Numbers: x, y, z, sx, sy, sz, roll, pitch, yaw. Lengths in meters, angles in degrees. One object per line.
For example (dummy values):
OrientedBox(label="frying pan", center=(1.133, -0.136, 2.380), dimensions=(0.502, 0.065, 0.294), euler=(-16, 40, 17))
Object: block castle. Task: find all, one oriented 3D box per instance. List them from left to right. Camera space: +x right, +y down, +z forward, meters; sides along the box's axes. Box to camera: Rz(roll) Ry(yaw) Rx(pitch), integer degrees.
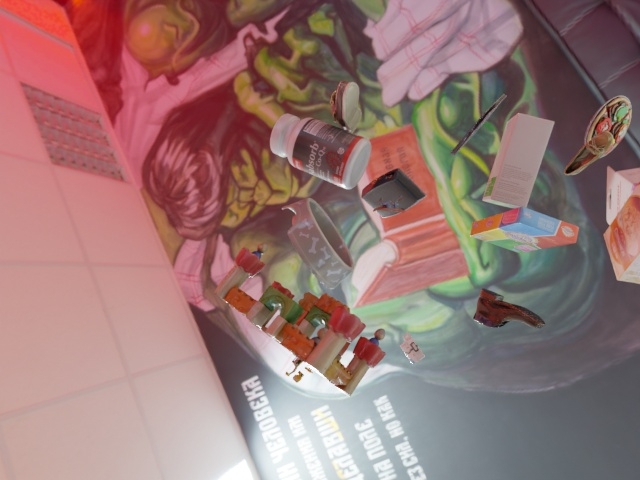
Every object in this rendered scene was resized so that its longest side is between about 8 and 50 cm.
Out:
OrientedBox(label="block castle", center=(-0.047, 0.208, 1.236), dimensions=(0.453, 0.212, 0.303), euler=(27, 162, 36))

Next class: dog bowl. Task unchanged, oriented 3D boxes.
OrientedBox(label="dog bowl", center=(0.000, 0.000, 1.567), dimensions=(0.348, 0.102, 0.348), euler=(53, -167, -18))

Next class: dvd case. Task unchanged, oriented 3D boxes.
OrientedBox(label="dvd case", center=(0.495, -0.362, 1.367), dimensions=(0.018, 0.164, 0.221), euler=(42, -135, 7))

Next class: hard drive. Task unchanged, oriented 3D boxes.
OrientedBox(label="hard drive", center=(0.276, -0.175, 1.720), dimensions=(0.172, 0.255, 0.054), euler=(42, -117, -12))

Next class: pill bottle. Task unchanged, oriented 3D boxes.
OrientedBox(label="pill bottle", center=(-0.002, -0.361, 1.738), dimensions=(0.363, 0.210, 0.210), euler=(25, -173, 17))

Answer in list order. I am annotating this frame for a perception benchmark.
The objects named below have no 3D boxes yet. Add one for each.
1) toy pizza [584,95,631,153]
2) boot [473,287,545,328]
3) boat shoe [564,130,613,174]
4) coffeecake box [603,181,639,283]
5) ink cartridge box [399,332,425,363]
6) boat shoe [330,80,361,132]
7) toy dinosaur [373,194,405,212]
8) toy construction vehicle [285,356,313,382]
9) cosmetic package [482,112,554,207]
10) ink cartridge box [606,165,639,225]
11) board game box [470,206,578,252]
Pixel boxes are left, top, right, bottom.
OrientedBox(label="toy pizza", center=(0.918, -0.353, 1.386), dimensions=(0.201, 0.201, 0.032), euler=(47, 180, -39))
OrientedBox(label="boot", center=(0.568, 0.239, 1.339), dimensions=(0.082, 0.106, 0.219), euler=(13, -168, -34))
OrientedBox(label="boat shoe", center=(0.771, -0.248, 1.265), dimensions=(0.048, 0.153, 0.056), euler=(-22, -112, -40))
OrientedBox(label="coffeecake box", center=(0.686, -0.021, 0.920), dimensions=(0.185, 0.068, 0.142), euler=(89, -167, -47))
OrientedBox(label="ink cartridge box", center=(0.267, 0.320, 1.301), dimensions=(0.083, 0.028, 0.048), euler=(56, 154, 17))
OrientedBox(label="boat shoe", center=(0.085, -0.499, 1.622), dimensions=(0.097, 0.116, 0.324), euler=(29, 179, 11))
OrientedBox(label="toy dinosaur", center=(0.204, -0.093, 1.270), dimensions=(0.082, 0.090, 0.047), euler=(36, 171, -3))
OrientedBox(label="toy construction vehicle", center=(-0.063, 0.440, 1.499), dimensions=(0.086, 0.098, 0.035), euler=(24, 149, 43))
OrientedBox(label="cosmetic package", center=(0.831, -0.328, 1.859), dimensions=(0.197, 0.155, 0.365), euler=(-14, -61, -80))
OrientedBox(label="ink cartridge box", center=(0.912, -0.077, 1.201), dimensions=(0.353, 0.119, 0.207), euler=(-66, -36, -62))
OrientedBox(label="board game box", center=(0.774, -0.034, 1.699), dimensions=(0.242, 0.064, 0.316), euler=(18, 168, -9))
